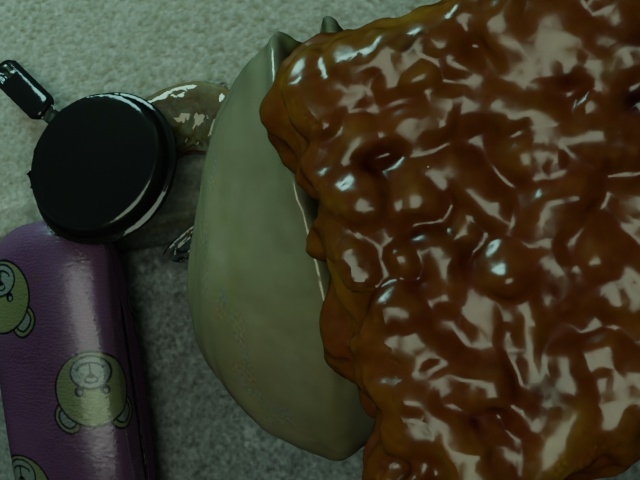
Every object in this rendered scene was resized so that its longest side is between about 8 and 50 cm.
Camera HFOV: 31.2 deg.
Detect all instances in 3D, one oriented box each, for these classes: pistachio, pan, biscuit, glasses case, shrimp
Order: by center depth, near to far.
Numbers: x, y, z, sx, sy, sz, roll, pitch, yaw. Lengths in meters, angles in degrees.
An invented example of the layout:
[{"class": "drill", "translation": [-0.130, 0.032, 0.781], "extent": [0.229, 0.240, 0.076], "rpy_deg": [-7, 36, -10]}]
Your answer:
[{"class": "biscuit", "translation": [0.138, -0.013, 0.685], "extent": [0.318, 0.110, 0.312], "rpy_deg": [-16, 82, 9]}, {"class": "pistachio", "translation": [0.000, 0.000, 0.865], "extent": [0.207, 0.226, 0.332], "rpy_deg": [-2, 93, 0]}, {"class": "pan", "translation": [-0.220, -0.092, 0.984], "extent": [0.235, 0.028, 0.136], "rpy_deg": [41, 90, 28]}, {"class": "glasses case", "translation": [-0.214, 0.138, 0.998], "extent": [0.123, 0.076, 0.316], "rpy_deg": [-8, 90, 20]}, {"class": "shrimp", "translation": [-0.151, -0.049, 0.998], "extent": [0.219, 0.046, 0.152], "rpy_deg": [-15, 83, 15]}]
